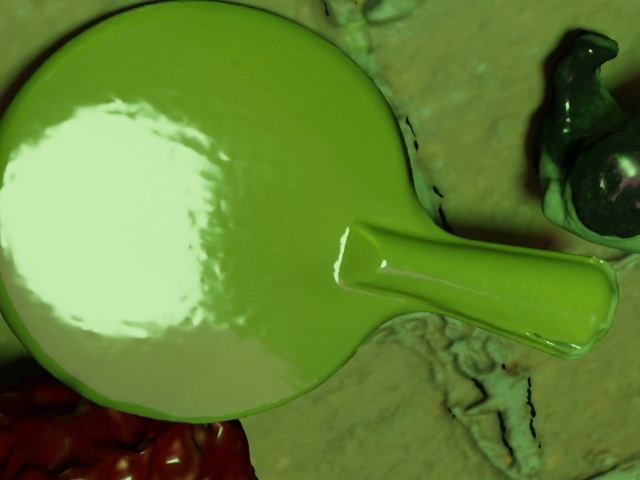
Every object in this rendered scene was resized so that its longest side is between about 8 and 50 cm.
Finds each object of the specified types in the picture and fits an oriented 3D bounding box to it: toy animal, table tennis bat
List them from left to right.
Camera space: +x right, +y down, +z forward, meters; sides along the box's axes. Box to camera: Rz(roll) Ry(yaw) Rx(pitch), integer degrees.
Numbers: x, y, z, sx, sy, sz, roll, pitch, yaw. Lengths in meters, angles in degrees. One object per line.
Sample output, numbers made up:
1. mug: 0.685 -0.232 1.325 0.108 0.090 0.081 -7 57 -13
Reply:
1. table tennis bat: 0.000 0.000 0.691 0.369 0.054 0.224 12 96 -18
2. toy animal: 0.234 -0.041 0.743 0.225 0.094 0.121 5 124 -21

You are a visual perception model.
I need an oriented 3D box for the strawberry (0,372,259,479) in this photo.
1. strawberry: -0.193 0.205 0.714 0.345 0.295 0.317 -42 112 -31
